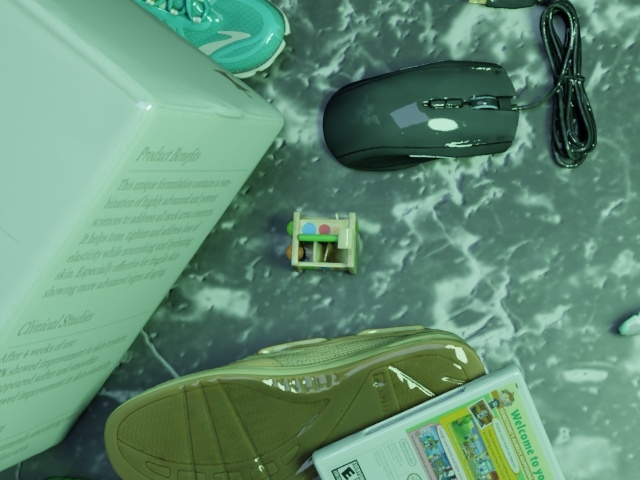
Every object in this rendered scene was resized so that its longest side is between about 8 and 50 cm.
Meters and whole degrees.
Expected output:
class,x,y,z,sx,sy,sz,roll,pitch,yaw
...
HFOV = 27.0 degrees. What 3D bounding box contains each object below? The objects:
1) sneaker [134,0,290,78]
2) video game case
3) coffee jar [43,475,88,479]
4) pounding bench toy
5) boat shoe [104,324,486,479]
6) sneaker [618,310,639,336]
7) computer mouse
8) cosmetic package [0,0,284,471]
class,x,y,z,sx,sy,sz,roll,pitch,yaw
sneaker,-0.163,-0.236,1.282,0.275,0.110,0.107,23,83,8
video game case,0.121,0.235,1.172,0.193,0.023,0.212,-24,109,1
coffee jar,-0.167,0.269,1.214,0.185,0.079,0.096,3,81,5
pounding bench toy,0.000,0.000,1.241,0.065,0.083,0.052,2,81,5
boat shoe,-0.022,0.152,1.207,0.341,0.110,0.121,-10,102,-1
sneaker,0.329,0.087,1.220,0.098,0.038,0.069,-21,79,2
computer mouse,0.131,-0.161,1.268,0.262,0.060,0.184,-1,81,5
cosmetic package,-0.300,-0.043,1.111,0.327,0.329,0.393,38,101,10
